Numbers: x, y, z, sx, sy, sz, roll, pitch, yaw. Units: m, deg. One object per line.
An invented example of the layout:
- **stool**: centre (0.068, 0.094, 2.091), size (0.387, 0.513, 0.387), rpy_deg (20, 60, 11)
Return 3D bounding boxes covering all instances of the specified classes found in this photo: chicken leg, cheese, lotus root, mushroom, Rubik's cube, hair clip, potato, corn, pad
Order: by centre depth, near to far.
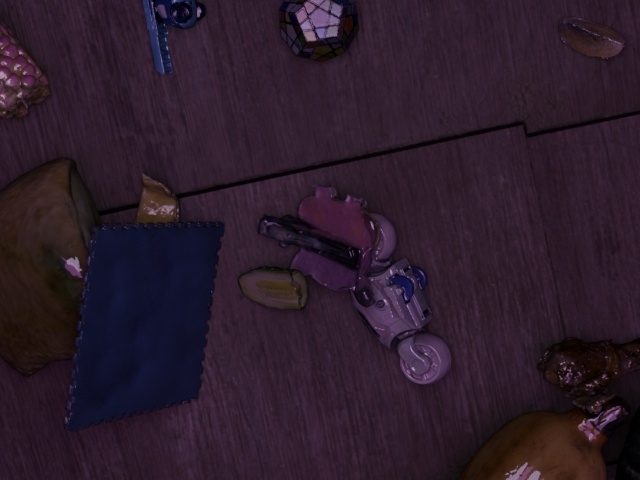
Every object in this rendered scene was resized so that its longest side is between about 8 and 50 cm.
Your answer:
- **pad**: centre (-0.226, 0.105, 1.384), size (0.012, 0.269, 0.270), rpy_deg (13, 97, 31)
- **corn**: centre (-0.502, -0.299, 1.391), size (0.126, 0.126, 0.335), rpy_deg (-39, 99, 5)
- **Rubik's cube**: centre (-0.002, -0.294, 1.399), size (0.093, 0.111, 0.111), rpy_deg (-25, 98, -24)
- **mushroom**: centre (-0.375, 0.067, 1.403), size (0.217, 0.212, 0.292), rpy_deg (-25, 104, -1)
- **hair clip**: centre (0.004, -0.002, 1.424), size (0.187, 0.056, 0.146), rpy_deg (15, 108, 27)
- **potato**: centre (0.371, -0.277, 1.434), size (0.093, 0.036, 0.037), rpy_deg (25, 134, 15)
- **lotus root**: centre (0.306, 0.327, 1.445), size (0.182, 0.183, 0.310), rpy_deg (39, 90, -5)
- **chicken leg**: centre (0.391, 0.174, 1.455), size (0.196, 0.125, 0.081), rpy_deg (-14, 115, -37)
- **cheese**: centre (-0.225, -0.054, 1.457), size (0.060, 0.041, 0.084), rpy_deg (9, 113, 6)

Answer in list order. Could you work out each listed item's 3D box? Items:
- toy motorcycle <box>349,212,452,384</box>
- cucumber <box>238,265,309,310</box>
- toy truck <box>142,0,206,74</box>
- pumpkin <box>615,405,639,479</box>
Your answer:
- **toy motorcycle**: centre (0.097, 0.085, 1.452), size (0.112, 0.112, 0.254), rpy_deg (-24, 91, 3)
- **cucumber**: centre (-0.066, 0.060, 1.460), size (0.107, 0.035, 0.067), rpy_deg (4, 126, 37)
- **toy truck**: centre (-0.196, -0.297, 1.418), size (0.074, 0.063, 0.136), rpy_deg (-6, 100, 21)
- **pumpkin**: centre (0.496, 0.300, 1.417), size (0.161, 0.220, 0.221), rpy_deg (18, 99, 38)
